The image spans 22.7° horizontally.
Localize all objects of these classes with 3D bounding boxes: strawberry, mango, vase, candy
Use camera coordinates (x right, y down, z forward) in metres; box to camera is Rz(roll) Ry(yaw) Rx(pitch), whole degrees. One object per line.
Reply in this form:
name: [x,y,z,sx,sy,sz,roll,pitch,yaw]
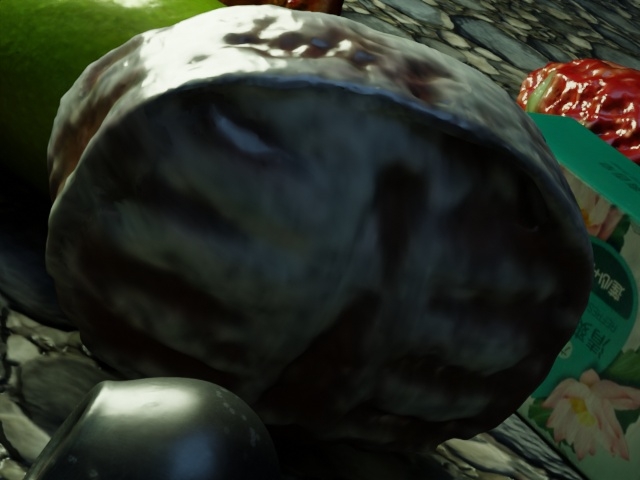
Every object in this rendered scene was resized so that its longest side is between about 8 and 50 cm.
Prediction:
strawberry: [0.298,-0.069,1.387,0.280,0.150,0.253,17,23,-14]
mango: [-0.143,-0.100,0.980,0.343,0.156,0.192,27,6,14]
vase: [-0.033,0.135,0.633,0.183,0.120,0.120,36,20,-8]
candy: [0.000,0.000,0.823,0.289,0.214,0.157,16,27,-14]

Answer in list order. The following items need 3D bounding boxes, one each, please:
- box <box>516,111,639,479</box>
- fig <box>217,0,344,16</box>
box: [0.174,0.040,0.997,0.092,0.153,0.245,1,30,-42]
fig: [-0.035,-0.225,1.432,0.128,0.128,0.150,30,17,13]
